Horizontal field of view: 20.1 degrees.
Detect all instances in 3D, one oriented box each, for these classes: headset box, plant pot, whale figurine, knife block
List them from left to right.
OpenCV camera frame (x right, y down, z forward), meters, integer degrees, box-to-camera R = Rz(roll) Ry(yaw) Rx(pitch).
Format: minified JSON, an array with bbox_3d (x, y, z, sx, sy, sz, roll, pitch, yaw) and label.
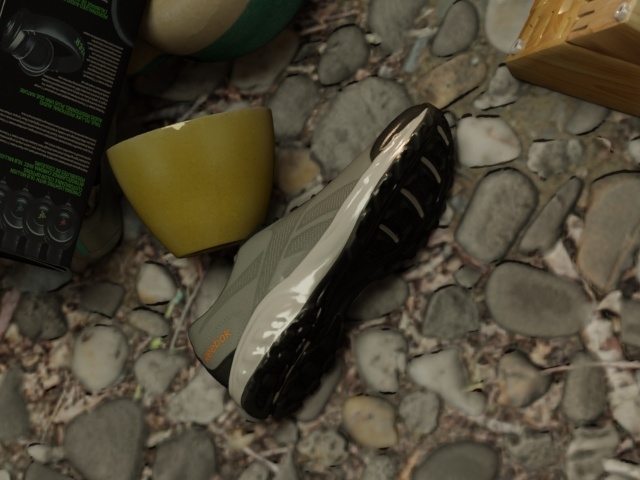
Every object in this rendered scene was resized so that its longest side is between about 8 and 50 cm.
[{"bbox_3d":[-0.281,-0.120,1.432,0.246,0.131,0.283,9,81,47],"label":"headset box"},{"bbox_3d":[-0.114,-0.235,1.508,0.272,0.141,0.216,10,83,49],"label":"whale figurine"},{"bbox_3d":[-0.091,-0.040,1.407,0.134,0.134,0.095,-16,87,14],"label":"plant pot"},{"bbox_3d":[0.298,-0.122,1.321,0.088,0.242,0.275,-62,17,-13],"label":"knife block"}]

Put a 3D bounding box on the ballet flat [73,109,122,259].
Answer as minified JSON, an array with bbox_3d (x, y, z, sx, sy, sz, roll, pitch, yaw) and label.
[{"bbox_3d":[-0.206,-0.087,1.495,0.072,0.068,0.213,-19,62,12],"label":"ballet flat"}]

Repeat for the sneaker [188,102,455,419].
[{"bbox_3d":[0.000,0.000,1.362,0.108,0.100,0.271,35,83,35],"label":"sneaker"}]
